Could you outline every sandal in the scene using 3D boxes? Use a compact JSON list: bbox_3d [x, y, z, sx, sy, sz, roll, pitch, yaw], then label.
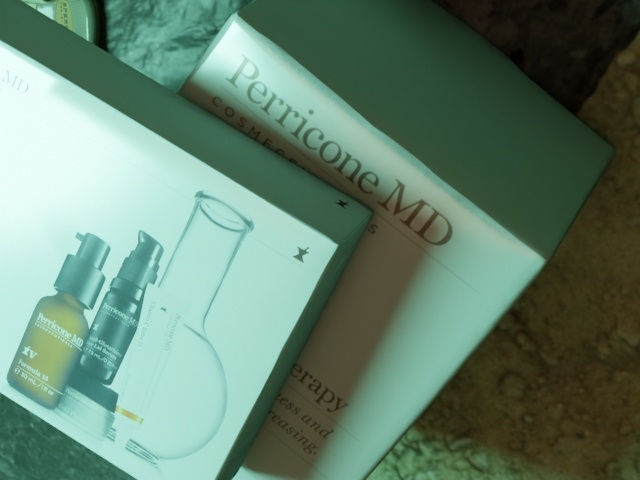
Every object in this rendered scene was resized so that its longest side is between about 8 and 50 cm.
[{"bbox_3d":[-0.253,-0.158,1.812,0.090,0.060,0.219,6,112,18],"label":"sandal"}]

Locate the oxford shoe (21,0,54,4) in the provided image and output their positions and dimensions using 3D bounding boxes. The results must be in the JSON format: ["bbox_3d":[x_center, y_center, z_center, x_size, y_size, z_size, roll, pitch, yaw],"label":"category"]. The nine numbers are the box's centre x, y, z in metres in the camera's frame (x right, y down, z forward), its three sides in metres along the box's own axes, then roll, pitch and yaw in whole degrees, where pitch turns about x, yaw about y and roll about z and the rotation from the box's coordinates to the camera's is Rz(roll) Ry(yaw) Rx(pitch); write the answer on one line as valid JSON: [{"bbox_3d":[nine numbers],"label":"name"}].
[{"bbox_3d":[-0.330,-0.365,1.629,0.146,0.140,0.397,23,158,25],"label":"oxford shoe"}]

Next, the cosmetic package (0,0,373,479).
[{"bbox_3d":[-0.186,0.006,1.469,0.377,0.097,0.284,31,114,8],"label":"cosmetic package"}]

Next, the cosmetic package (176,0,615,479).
[{"bbox_3d":[0.000,0.000,1.633,0.329,0.327,0.393,39,117,3],"label":"cosmetic package"}]
